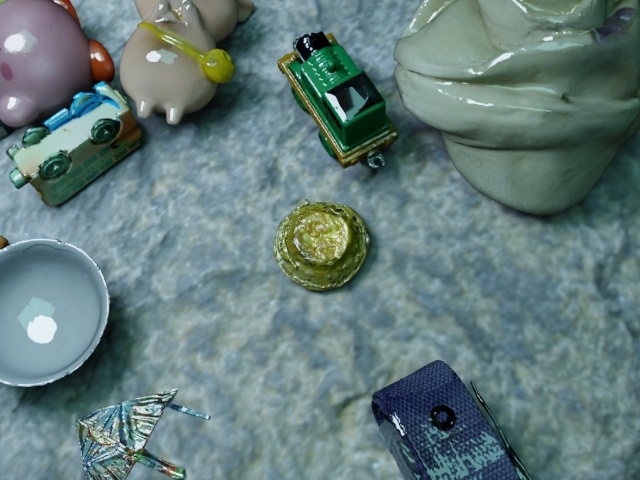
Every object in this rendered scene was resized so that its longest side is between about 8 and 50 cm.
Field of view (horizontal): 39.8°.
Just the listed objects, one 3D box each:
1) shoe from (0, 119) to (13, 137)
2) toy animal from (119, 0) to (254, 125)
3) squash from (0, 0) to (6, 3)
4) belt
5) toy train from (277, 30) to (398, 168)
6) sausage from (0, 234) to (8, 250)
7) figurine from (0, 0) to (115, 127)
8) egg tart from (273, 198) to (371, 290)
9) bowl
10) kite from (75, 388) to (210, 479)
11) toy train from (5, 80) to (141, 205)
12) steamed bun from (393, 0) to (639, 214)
[{"bbox_3d":[-0.504,-0.168,1.231,0.142,0.064,0.071,-16,72,-6],"label":"shoe"},{"bbox_3d":[-0.192,-0.272,1.214,0.165,0.149,0.248,17,64,-9],"label":"toy animal"},{"bbox_3d":[-0.531,-0.301,1.248,0.287,0.137,0.137,-39,74,-8],"label":"squash"},{"bbox_3d":[0.161,0.254,1.021,0.126,0.140,0.231,-25,70,-12],"label":"belt"},{"bbox_3d":[0.024,-0.196,1.179,0.091,0.136,0.228,-29,75,-8],"label":"toy train"},{"bbox_3d":[-0.454,0.040,1.173,0.031,0.031,0.107,23,75,10],"label":"sausage"},{"bbox_3d":[-0.392,-0.245,1.195,0.173,0.173,0.173,-1,71,2],"label":"figurine"},{"bbox_3d":[0.000,0.000,1.156,0.130,0.052,0.130,-2,72,5],"label":"egg tart"},{"bbox_3d":[-0.349,0.097,1.120,0.189,0.086,0.189,-1,73,2],"label":"bowl"},{"bbox_3d":[-0.238,0.258,1.098,0.160,0.010,0.183,25,73,10],"label":"kite"},{"bbox_3d":[-0.332,-0.128,1.191,0.188,0.099,0.072,-39,71,-9],"label":"toy train"},{"bbox_3d":[0.284,-0.258,1.128,0.342,0.255,0.368,38,75,16],"label":"steamed bun"}]
